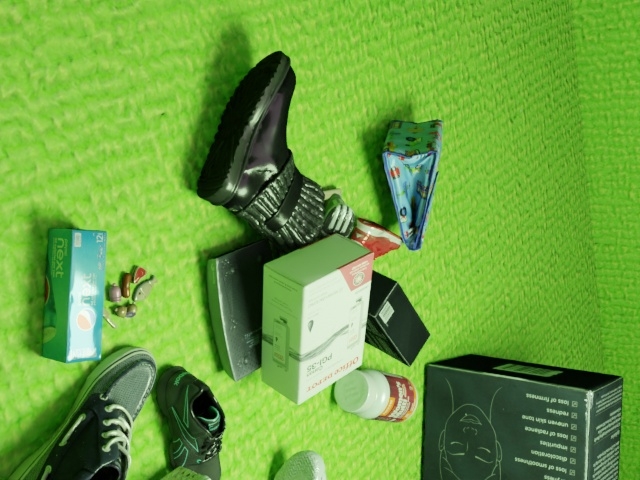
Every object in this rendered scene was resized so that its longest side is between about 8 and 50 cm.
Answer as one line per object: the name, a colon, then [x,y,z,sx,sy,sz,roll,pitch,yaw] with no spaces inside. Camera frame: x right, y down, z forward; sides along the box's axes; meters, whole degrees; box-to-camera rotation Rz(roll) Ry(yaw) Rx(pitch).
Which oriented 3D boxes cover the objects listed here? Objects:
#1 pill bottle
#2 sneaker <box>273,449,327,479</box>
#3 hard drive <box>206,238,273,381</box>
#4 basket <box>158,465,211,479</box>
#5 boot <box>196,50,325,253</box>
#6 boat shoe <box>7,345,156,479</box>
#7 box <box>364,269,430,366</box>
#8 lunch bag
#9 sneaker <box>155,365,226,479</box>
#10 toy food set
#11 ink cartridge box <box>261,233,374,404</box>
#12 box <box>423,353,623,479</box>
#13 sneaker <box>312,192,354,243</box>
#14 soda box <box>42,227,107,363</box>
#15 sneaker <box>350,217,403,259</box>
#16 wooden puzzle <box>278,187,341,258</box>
pill bottle: [0.137,0.379,1.924,0.221,0.121,0.121,23,75,-51]
sneaker: [-0.007,0.630,1.755,0.210,0.137,0.366,-3,100,-52]
hard drive: [-0.153,0.137,1.586,0.172,0.054,0.255,-24,111,-49]
basket: [-0.272,0.499,1.404,0.167,0.103,0.113,-31,117,-35]
boot: [-0.078,-0.171,1.570,0.260,0.131,0.348,29,79,-36]
boat shoe: [-0.343,0.322,1.273,0.341,0.158,0.127,-56,133,-32]
box: [0.122,0.161,1.797,0.103,0.184,0.261,-55,143,-16]
lunch bag: [0.236,-0.130,1.982,0.221,0.138,0.293,-69,158,-59]
sneaker: [-0.229,0.364,1.468,0.101,0.106,0.268,-39,123,-45]
toy food set: [-0.335,0.092,1.376,0.122,0.019,0.078,-58,134,-32]
ink cartridge box: [-0.007,0.156,1.581,0.207,0.117,0.283,-25,129,-41]
box: [0.556,0.592,2.188,0.297,0.479,0.472,1,92,-53]
sneaker: [0.000,0.000,1.692,0.086,0.132,0.229,21,113,-21]
soda box: [-0.395,0.086,1.258,0.067,0.071,0.210,3,90,-51]
sneaker: [0.121,0.022,1.933,0.221,0.087,0.128,20,99,-57]
wooden puzzle: [-0.011,0.003,1.765,0.238,0.044,0.221,-15,104,-51]
